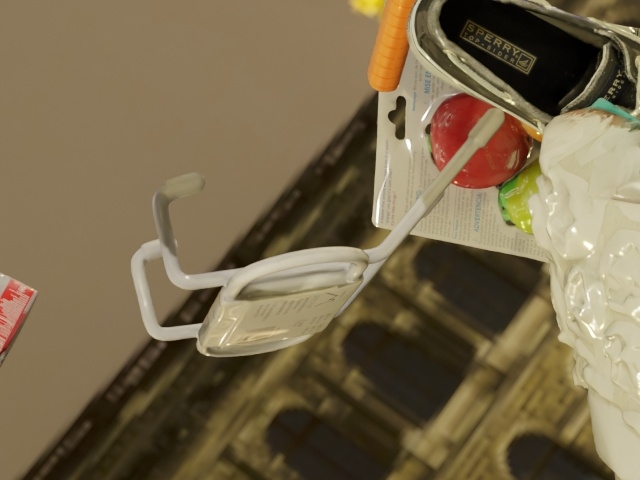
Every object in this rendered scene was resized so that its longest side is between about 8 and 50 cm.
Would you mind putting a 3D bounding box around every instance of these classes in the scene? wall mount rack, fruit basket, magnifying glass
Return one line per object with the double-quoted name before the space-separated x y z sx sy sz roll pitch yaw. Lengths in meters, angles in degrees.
"wall mount rack" 0.000 0.000 1.503 0.304 0.130 0.350 -9 -13 -13
"fruit basket" 0.237 -0.122 1.989 0.165 0.353 0.327 -50 -31 -50
"magnifying glass" 0.065 -0.197 1.141 0.092 0.026 0.231 -100 17 -48

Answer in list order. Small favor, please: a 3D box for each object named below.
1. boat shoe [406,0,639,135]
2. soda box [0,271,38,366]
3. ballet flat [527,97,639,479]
"boat shoe" 0.151 -0.080 0.967 0.070 0.219 0.077 -147 79 -81
"soda box" -0.406 0.034 1.651 0.083 0.263 0.092 -64 7 -27
"ballet flat" 0.199 0.129 0.634 0.147 0.409 0.147 -42 17 16
